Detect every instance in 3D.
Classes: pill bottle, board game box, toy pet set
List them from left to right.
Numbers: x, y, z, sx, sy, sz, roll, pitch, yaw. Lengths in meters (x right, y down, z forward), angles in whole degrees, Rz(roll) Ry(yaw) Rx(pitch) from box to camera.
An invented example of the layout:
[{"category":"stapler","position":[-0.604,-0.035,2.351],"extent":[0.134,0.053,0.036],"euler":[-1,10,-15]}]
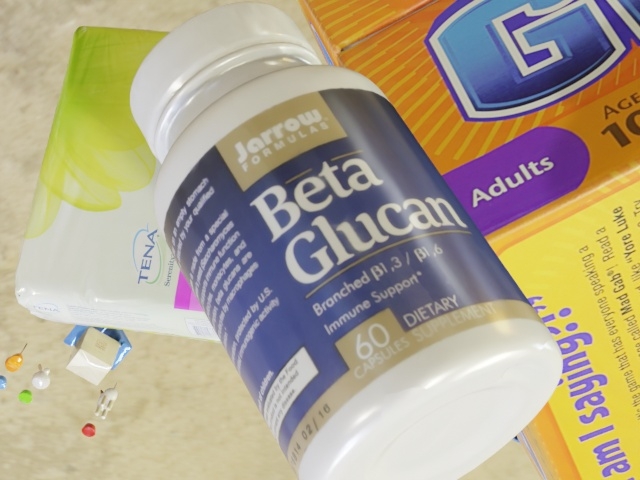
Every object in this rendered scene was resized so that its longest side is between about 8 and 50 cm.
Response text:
[{"category":"toy pet set","position":[-0.259,0.127,1.536],"extent":[0.122,0.114,0.065],"euler":[32,35,-14]},{"category":"pill bottle","position":[0.000,0.000,0.503],"extent":[0.094,0.094,0.169],"euler":[-18,59,-26]},{"category":"board game box","position":[0.224,-0.070,0.908],"extent":[0.356,0.356,0.356],"euler":[-27,134,1]}]

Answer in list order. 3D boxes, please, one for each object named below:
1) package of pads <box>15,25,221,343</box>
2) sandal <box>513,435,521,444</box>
[{"category":"package of pads","position":[-0.159,-0.058,1.419],"extent":[0.229,0.101,0.297],"euler":[5,74,15]},{"category":"sandal","position":[0.220,0.173,1.957],"extent":[0.317,0.138,0.126],"euler":[34,95,18]}]
